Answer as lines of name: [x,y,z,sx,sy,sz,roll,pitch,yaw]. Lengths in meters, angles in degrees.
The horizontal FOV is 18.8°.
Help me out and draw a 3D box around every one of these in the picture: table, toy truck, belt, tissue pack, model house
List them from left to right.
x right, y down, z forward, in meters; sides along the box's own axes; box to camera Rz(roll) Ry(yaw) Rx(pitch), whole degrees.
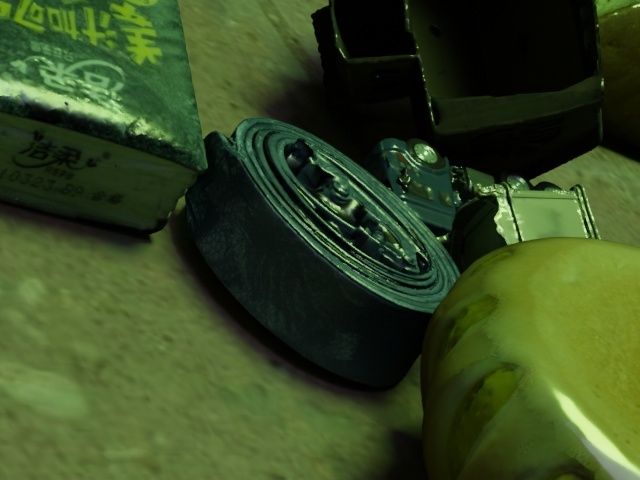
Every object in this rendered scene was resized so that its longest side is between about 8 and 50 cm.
tissue pack: [-0.178,-0.138,1.209,0.185,0.081,0.257,14,43,-27]
belt: [0.000,0.000,1.210,0.190,0.082,0.141,46,26,21]
model house: [0.100,-0.145,1.458,0.243,0.204,0.211,75,5,-78]
toy truck: [0.115,0.001,1.344,0.202,0.074,0.088,19,40,-25]
table: [0.124,0.006,1.245,0.083,0.079,0.062,0,61,-27]

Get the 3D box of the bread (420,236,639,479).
bread: [0.181,0.131,1.106,0.333,0.160,0.333,26,28,-15]

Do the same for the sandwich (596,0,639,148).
sandwich: [0.236,-0.167,1.664,0.236,0.128,0.122,19,23,-24]
